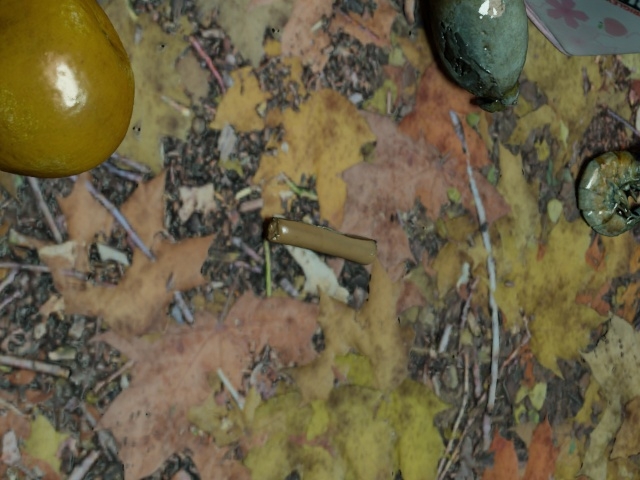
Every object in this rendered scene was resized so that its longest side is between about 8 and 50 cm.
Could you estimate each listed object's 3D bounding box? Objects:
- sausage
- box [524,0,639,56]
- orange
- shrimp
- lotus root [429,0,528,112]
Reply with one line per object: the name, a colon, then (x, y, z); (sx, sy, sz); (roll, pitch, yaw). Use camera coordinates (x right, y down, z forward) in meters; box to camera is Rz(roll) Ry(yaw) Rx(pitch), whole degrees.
sausage: (0.000, 0.000, 1.536); (0.116, 0.026, 0.026); (13, 83, -41)
box: (0.337, -0.256, 1.592); (0.190, 0.369, 0.112); (44, 65, -32)
orange: (-0.207, -0.116, 1.270); (0.136, 0.159, 0.159); (-27, 118, 10)
shrimp: (0.319, -0.056, 1.816); (0.161, 0.034, 0.091); (-18, 116, -33)
lotus root: (0.147, -0.184, 1.623); (0.088, 0.088, 0.165); (-41, 128, -32)
